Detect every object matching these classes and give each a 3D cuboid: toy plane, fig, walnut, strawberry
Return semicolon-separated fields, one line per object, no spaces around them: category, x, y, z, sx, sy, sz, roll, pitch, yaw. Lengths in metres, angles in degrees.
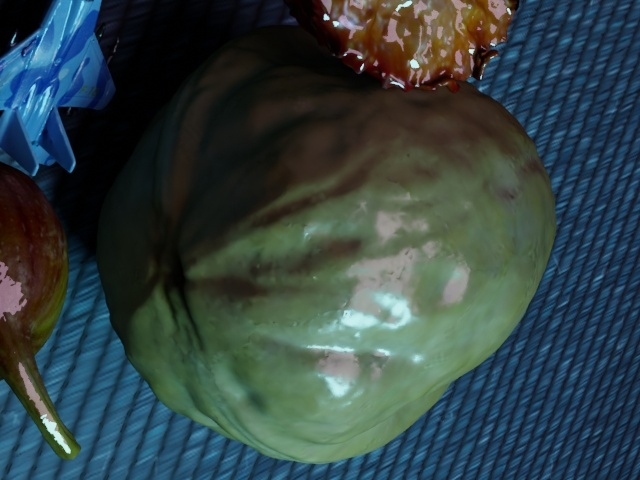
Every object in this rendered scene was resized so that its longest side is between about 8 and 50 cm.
toy plane;-0.199;-0.158;1.421;0.169;0.078;0.246;-10;123;-51
fig;-0.244;0.039;1.362;0.175;0.207;0.175;-19;133;-21
walnut;0.000;0.000;1.547;0.381;0.381;0.381;-30;131;-42
strawberry;0.036;-0.234;1.464;0.234;0.178;0.234;-7;102;-37
